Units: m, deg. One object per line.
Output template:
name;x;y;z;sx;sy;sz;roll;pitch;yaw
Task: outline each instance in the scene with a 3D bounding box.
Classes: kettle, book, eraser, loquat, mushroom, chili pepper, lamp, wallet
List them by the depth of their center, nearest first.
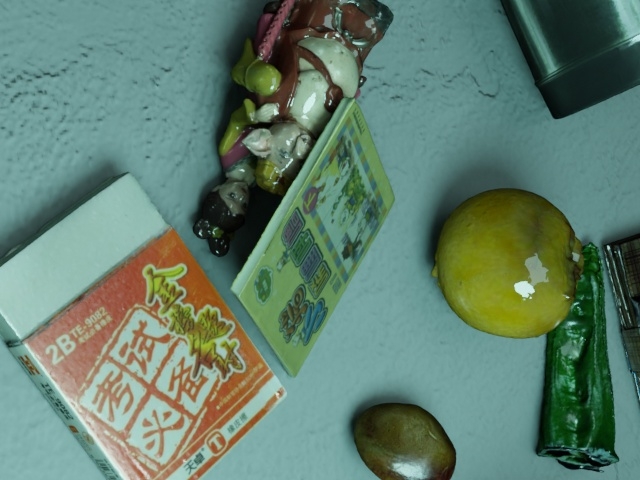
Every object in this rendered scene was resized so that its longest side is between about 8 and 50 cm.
eraser;-0.145;0.081;0.975;0.157;0.038;0.230;-41;106;-31
book;0.000;0.000;1.029;0.192;0.013;0.168;-60;153;-19
lamp;-0.026;-0.107;1.041;0.118;0.118;0.253;36;63;-23
mushroom;0.084;0.199;1.086;0.129;0.073;0.088;67;26;-9
loquat;0.170;0.024;1.134;0.141;0.141;0.141;6;78;-32
kettle;0.294;-0.324;1.183;0.324;0.321;0.228;64;23;-1
chili pepper;0.261;0.109;1.230;0.088;0.059;0.227;22;66;-33
wallet;0.368;0.102;1.305;0.124;0.042;0.230;-15;92;-37
